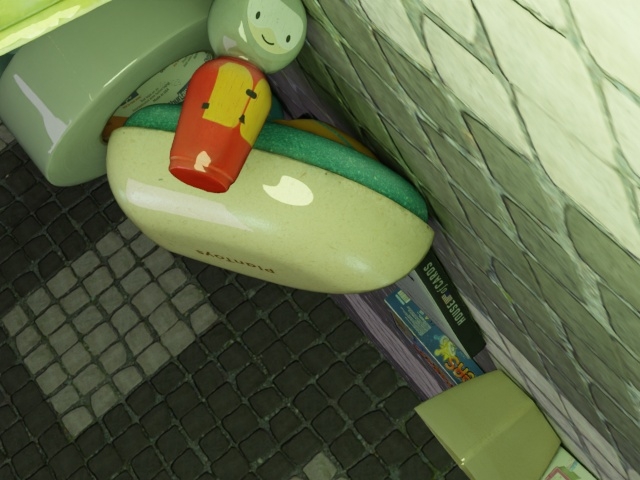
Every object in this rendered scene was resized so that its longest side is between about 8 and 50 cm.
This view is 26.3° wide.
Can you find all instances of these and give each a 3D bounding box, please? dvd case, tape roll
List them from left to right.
[{"bbox_3d":[-0.152,-0.140,1.100,0.072,0.219,0.219,51,176,8],"label":"tape roll"},{"bbox_3d":[0.067,-0.001,1.322,0.179,0.029,0.239,47,176,40],"label":"dvd case"}]

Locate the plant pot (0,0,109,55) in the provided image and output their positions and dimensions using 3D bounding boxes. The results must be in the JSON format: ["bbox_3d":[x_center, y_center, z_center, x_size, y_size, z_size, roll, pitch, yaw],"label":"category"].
[{"bbox_3d":[-0.216,-0.243,0.823,0.254,0.276,0.276,63,174,-12],"label":"plant pot"}]

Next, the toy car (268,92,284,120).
[{"bbox_3d":[-0.178,-0.202,1.454,0.219,0.210,0.238,5,102,49],"label":"toy car"}]

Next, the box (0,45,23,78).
[{"bbox_3d":[-0.349,-0.304,1.272,0.183,0.294,0.296,45,174,40],"label":"box"}]

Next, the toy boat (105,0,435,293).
[{"bbox_3d":[-0.040,-0.068,1.024,0.267,0.148,0.318,16,165,11],"label":"toy boat"}]

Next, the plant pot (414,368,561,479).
[{"bbox_3d":[0.179,0.199,1.410,0.109,0.096,0.109,52,176,-33],"label":"plant pot"}]

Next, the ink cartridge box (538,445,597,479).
[{"bbox_3d":[0.266,0.270,1.415,0.088,0.052,0.122,52,177,-29],"label":"ink cartridge box"}]

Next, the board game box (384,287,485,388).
[{"bbox_3d":[0.160,0.151,1.656,0.201,0.035,0.136,49,176,20],"label":"board game box"}]
